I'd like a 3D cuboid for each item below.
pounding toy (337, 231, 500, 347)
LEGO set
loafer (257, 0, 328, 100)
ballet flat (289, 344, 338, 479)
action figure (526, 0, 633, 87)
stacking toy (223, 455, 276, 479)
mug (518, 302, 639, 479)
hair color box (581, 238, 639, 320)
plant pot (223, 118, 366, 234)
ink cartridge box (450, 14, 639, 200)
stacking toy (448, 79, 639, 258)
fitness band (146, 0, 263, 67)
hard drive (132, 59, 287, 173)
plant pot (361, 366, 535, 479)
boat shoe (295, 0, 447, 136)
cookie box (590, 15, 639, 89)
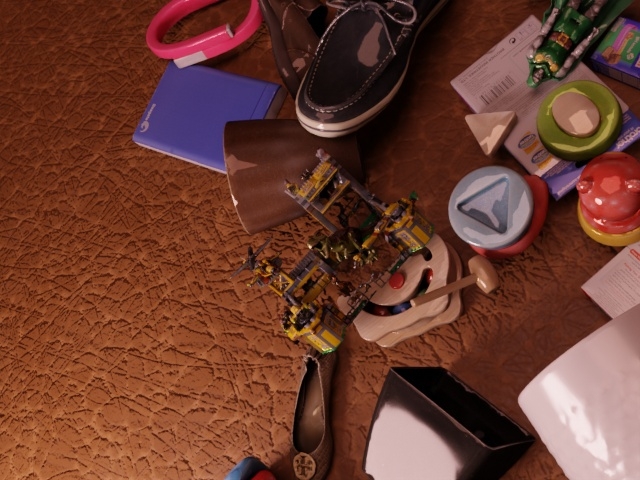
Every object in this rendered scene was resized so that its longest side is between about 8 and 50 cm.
[{"bbox_3d":[0.145,0.061,1.266,0.269,0.155,0.154,-27,62,20],"label":"pounding toy"},{"bbox_3d":[0.000,0.000,1.270,0.331,0.192,0.255,-46,28,7],"label":"LEGO set"},{"bbox_3d":[-0.044,-0.452,1.594,0.130,0.134,0.366,-20,68,8],"label":"loafer"},{"bbox_3d":[-0.015,0.292,1.321,0.084,0.058,0.250,-1,71,28],"label":"ballet flat"},{"bbox_3d":[0.409,-0.348,1.265,0.137,0.063,0.232,33,93,6],"label":"action figure"},{"bbox_3d":[-0.029,0.484,1.221,0.301,0.166,0.175,22,73,18],"label":"stacking toy"},{"bbox_3d":[0.497,0.246,0.972,0.374,0.276,0.328,-24,63,-17],"label":"mug"},{"bbox_3d":[0.487,0.052,1.153,0.167,0.053,0.093,-44,56,8],"label":"hair color box"},{"bbox_3d":[-0.038,-0.138,1.428,0.230,0.215,0.216,-11,66,7],"label":"plant pot"},{"bbox_3d":[0.382,-0.221,1.307,0.185,0.065,0.311,-38,56,10],"label":"ink cartridge box"},{"bbox_3d":[0.337,-0.123,1.183,0.308,0.130,0.280,-12,70,24],"label":"stacking toy"},{"bbox_3d":[-0.257,-0.495,1.727,0.290,0.054,0.209,-15,54,18],"label":"fitness band"},{"bbox_3d":[-0.244,-0.267,1.665,0.318,0.040,0.210,20,81,32],"label":"hard drive"},{"bbox_3d":[0.175,0.311,1.153,0.188,0.187,0.167,35,103,33],"label":"plant pot"},{"bbox_3d":[0.103,-0.402,1.404,0.186,0.156,0.500,25,70,27],"label":"boat shoe"},{"bbox_3d":[0.520,-0.309,1.280,0.107,0.040,0.092,35,89,32],"label":"cookie box"}]
